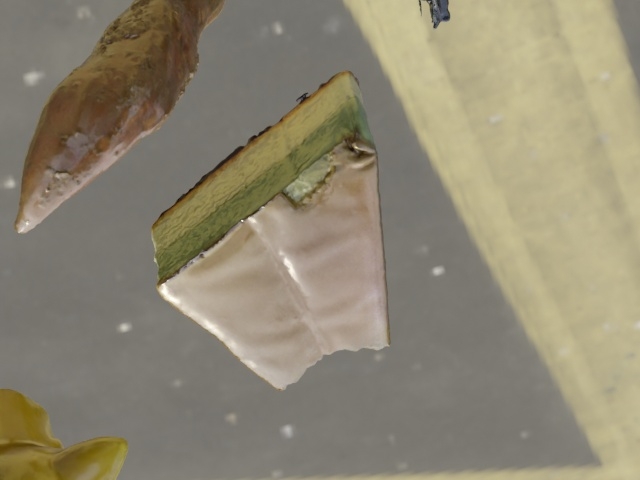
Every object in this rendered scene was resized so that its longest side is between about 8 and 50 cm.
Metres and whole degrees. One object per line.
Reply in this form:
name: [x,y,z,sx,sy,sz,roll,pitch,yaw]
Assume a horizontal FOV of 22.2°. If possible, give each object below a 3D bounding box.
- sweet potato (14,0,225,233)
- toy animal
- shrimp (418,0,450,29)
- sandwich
sweet potato: [-0.167,-0.151,1.474,0.095,0.355,0.106,35,144,-6]
toy animal: [-0.217,0.176,1.097,0.156,0.156,0.229,8,-176,-36]
shrimp: [0.153,-0.339,1.554,0.198,0.262,0.051,-4,-173,25]
sandwich: [0.000,0.000,1.327,0.220,0.108,0.186,-39,122,16]
